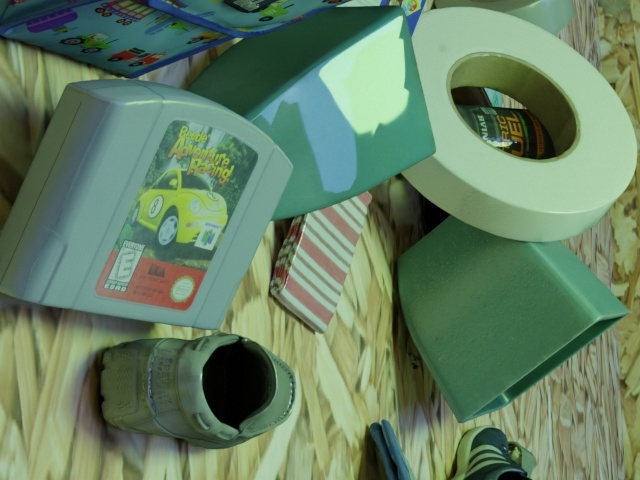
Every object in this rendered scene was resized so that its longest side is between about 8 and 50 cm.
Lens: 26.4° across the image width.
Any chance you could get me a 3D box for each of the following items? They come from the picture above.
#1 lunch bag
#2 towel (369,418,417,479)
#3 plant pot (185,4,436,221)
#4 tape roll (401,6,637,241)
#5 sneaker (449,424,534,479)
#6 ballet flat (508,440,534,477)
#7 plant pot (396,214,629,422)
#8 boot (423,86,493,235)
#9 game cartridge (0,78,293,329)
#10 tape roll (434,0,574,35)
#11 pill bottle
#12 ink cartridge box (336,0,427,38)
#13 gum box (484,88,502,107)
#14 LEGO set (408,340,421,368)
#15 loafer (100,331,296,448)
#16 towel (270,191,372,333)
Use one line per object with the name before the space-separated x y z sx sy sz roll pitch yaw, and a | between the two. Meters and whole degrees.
lunch bag | -0.091 -0.233 1.114 0.221 0.293 0.138 9 77 -67
towel | 0.137 0.390 1.795 0.209 0.034 0.285 -109 176 -49
plant pot | -0.031 -0.118 1.383 0.234 0.165 0.165 -36 121 -37
tape roll | 0.258 -0.170 1.918 0.072 0.392 0.392 118 -9 -47
sneaker | 0.281 0.382 2.096 0.350 0.148 0.131 -44 125 -67
ballet flat | 0.317 0.429 2.316 0.068 0.072 0.213 44 37 -19
plant pot | 0.253 0.080 1.956 0.252 0.247 0.248 55 17 14
boot | 0.210 -0.118 2.112 0.115 0.112 0.305 -6 93 -58
game cartridge | -0.134 -0.029 1.144 0.294 0.060 0.196 15 97 -61
tape roll | 0.301 -0.385 2.232 0.219 0.219 0.072 -66 145 -51
pill bottle | 0.243 -0.135 2.022 0.246 0.130 0.130 1 82 -25
ink cartridge box | 0.021 -0.227 1.648 0.307 0.072 0.303 -68 159 5
gum box | 0.268 -0.282 2.365 0.157 0.041 0.184 -64 143 -52
LEGO set | 0.150 0.150 1.995 0.054 0.023 0.083 56 36 -51
loafer | -0.087 0.143 1.284 0.319 0.111 0.112 12 75 -67
towel | 0.000 0.000 1.613 0.144 0.029 0.197 45 59 -56
